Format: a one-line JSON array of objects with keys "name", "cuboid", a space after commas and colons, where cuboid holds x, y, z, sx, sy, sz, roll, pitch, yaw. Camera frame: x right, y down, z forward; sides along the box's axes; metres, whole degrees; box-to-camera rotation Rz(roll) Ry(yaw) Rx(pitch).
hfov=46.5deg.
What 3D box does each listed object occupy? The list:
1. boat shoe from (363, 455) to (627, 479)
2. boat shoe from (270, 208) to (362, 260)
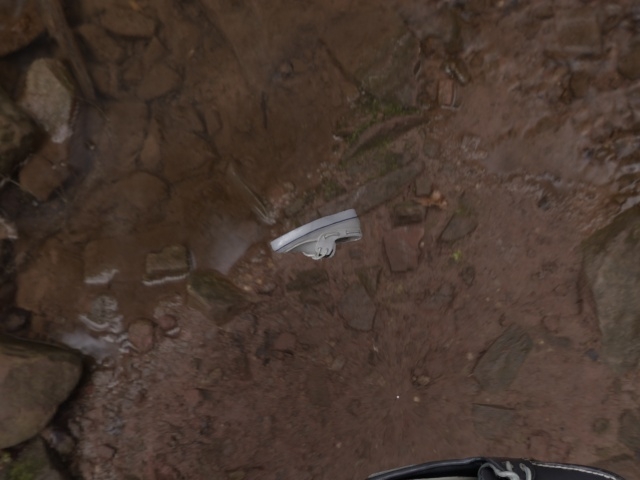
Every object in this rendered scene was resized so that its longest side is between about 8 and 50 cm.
[{"name": "boat shoe", "cuboid": [0.110, 0.174, 0.475, 0.206, 0.065, 0.075, -3, 53, -2]}, {"name": "boat shoe", "cuboid": [0.000, 0.000, 0.664, 0.035, 0.100, 0.035, -26, 85, 45]}]
